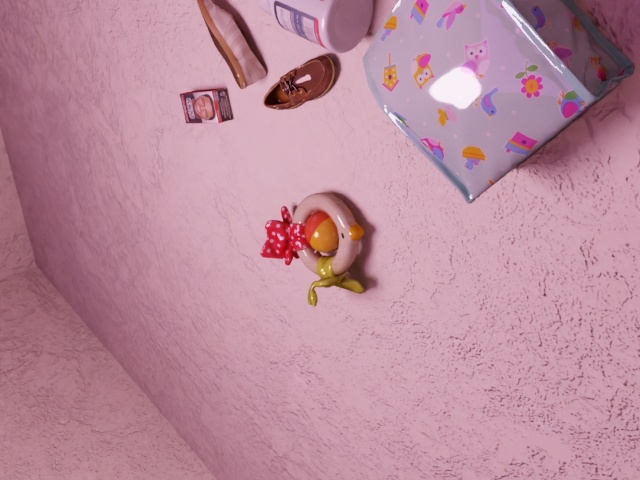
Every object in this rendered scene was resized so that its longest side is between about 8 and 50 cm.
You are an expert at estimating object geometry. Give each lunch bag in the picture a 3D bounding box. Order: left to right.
[{"bbox_3d":[0.190,-0.217,0.682,0.262,0.160,0.223,51,142,8],"label":"lunch bag"}]

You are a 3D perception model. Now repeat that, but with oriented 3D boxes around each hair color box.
[{"bbox_3d":[-0.260,-0.303,1.265,0.141,0.043,0.072,11,117,46],"label":"hair color box"}]

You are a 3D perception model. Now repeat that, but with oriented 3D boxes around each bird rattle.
[{"bbox_3d":[0.000,0.000,1.102,0.253,0.143,0.207,54,132,35],"label":"bird rattle"}]

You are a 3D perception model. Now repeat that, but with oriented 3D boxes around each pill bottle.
[{"bbox_3d":[-0.016,-0.374,0.879,0.180,0.108,0.108,37,135,32],"label":"pill bottle"}]

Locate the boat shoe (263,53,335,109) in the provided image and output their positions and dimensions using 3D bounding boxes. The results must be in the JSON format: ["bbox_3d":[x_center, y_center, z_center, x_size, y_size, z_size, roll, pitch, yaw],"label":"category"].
[{"bbox_3d":[-0.041,-0.275,1.003,0.178,0.060,0.064,-16,98,53],"label":"boat shoe"}]

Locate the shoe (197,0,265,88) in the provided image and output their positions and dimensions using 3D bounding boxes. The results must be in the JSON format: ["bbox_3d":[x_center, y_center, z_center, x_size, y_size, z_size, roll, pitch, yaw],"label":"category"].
[{"bbox_3d":[-0.180,-0.400,1.112,0.219,0.058,0.076,61,174,11],"label":"shoe"}]
